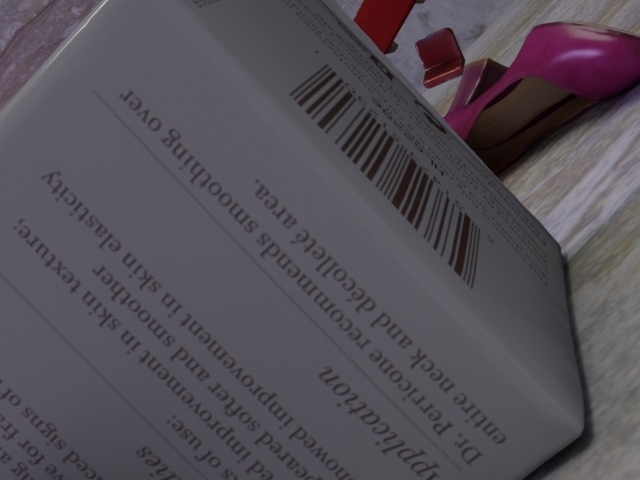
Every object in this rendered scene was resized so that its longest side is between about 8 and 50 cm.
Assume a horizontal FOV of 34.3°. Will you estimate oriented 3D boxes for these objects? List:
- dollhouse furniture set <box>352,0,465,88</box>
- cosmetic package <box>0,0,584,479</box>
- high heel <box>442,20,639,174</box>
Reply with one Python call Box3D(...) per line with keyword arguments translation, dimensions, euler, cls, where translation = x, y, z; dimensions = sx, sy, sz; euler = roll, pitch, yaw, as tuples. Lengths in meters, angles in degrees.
Box3D(translation=(0.072, -0.172, 1.502), dimensions=(0.374, 0.201, 0.152), euler=(-59, -3, 26), cls="dollhouse furniture set")
Box3D(translation=(-0.085, 0.057, 0.707), dimensions=(0.393, 0.329, 0.327), euler=(-41, 7, 19), cls="cosmetic package")
Box3D(translation=(0.240, -0.130, 1.175), dimensions=(0.377, 0.127, 0.181), euler=(175, 113, -75), cls="high heel")
